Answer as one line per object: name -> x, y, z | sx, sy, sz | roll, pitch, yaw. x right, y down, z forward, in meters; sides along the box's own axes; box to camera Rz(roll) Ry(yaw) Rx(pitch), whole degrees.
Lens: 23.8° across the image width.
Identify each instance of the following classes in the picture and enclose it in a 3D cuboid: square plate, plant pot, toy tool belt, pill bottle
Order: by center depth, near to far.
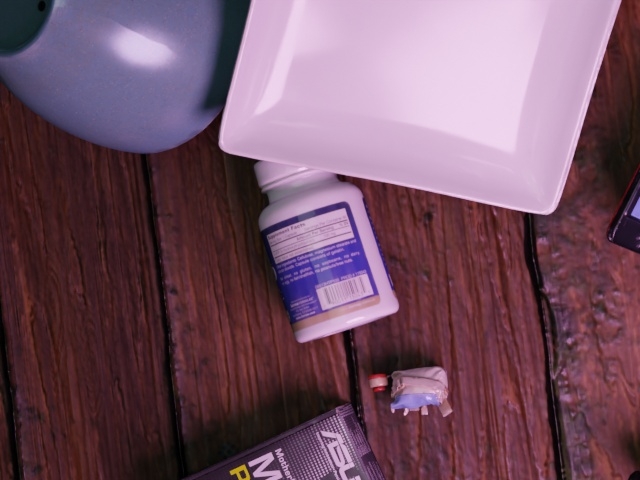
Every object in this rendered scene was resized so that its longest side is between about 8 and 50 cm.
square plate -> 0.103, -0.215, 1.449 | 0.347, 0.049, 0.344 | 11, 114, -7
plant pot -> -0.236, -0.236, 1.509 | 0.290, 0.195, 0.290 | 0, 90, 37
pill bottle -> 0.000, 0.000, 1.535 | 0.112, 0.112, 0.186 | -19, 85, 15
toy tool belt -> 0.091, 0.157, 1.543 | 0.083, 0.052, 0.051 | -9, 80, 16

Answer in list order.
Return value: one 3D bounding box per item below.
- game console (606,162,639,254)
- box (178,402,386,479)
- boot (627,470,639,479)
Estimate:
game console -> 0.360, -0.038, 1.453 | 0.085, 0.124, 0.144 | 31, 99, 40
box -> -0.013, 0.333, 1.567 | 0.216, 0.060, 0.270 | -26, 84, 15
boot -> 0.477, 0.251, 1.392 | 0.348, 0.131, 0.260 | 35, 106, 2
